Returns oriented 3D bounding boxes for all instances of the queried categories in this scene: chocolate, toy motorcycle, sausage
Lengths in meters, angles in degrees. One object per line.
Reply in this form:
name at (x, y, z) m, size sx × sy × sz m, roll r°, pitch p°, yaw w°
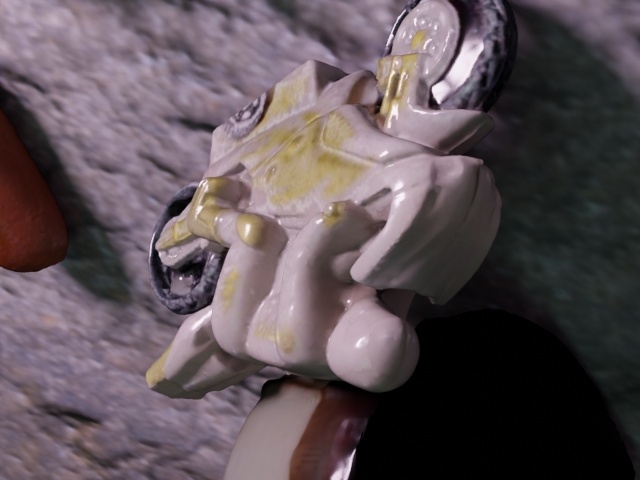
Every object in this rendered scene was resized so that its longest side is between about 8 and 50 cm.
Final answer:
chocolate at (0.058, 0.187, 0.895) m, size 0.186 × 0.283 × 0.283 m, roll -12°, pitch 119°, yaw 52°
toy motorcycle at (0.000, 0.000, 0.801) m, size 0.108 × 0.222 × 0.341 m, roll 16°, pitch 145°, yaw -38°
sausage at (-0.255, -0.057, 0.984) m, size 0.077 × 0.077 × 0.194 m, roll -9°, pitch 121°, yaw 34°
